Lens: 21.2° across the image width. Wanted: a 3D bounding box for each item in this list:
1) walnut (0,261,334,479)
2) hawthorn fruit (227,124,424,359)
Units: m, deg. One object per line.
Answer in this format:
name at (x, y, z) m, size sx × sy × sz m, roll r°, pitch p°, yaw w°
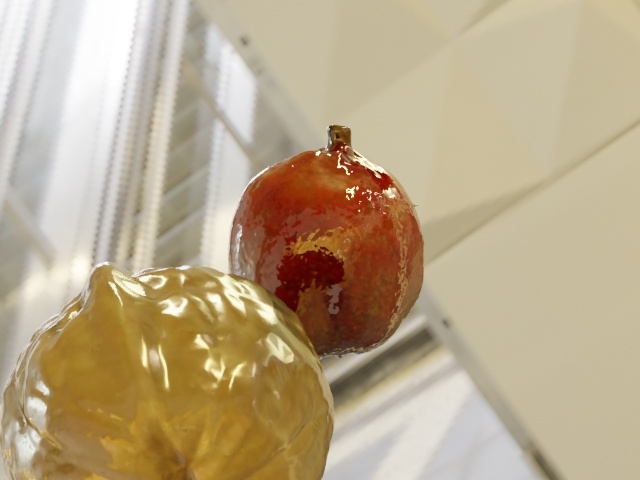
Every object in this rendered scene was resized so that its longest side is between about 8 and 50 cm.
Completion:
walnut at (-0.103, 0.117, 1.133) m, size 0.225 × 0.225 × 0.261 m, roll -36°, pitch 24°, yaw 0°
hawthorn fruit at (0.000, 0.000, 1.378) m, size 0.169 × 0.188 × 0.169 m, roll -4°, pitch 13°, yaw 1°
